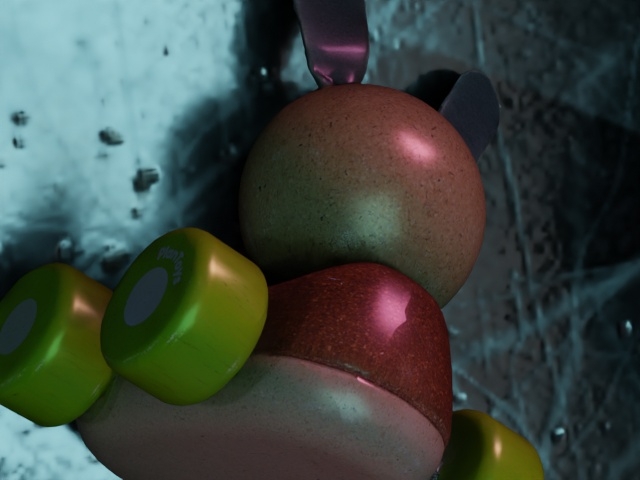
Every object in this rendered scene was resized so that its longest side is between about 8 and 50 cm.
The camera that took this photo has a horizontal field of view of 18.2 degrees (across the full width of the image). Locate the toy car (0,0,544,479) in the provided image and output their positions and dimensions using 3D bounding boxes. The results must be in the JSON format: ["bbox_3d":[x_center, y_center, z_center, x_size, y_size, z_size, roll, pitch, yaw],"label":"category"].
[{"bbox_3d":[0.000,0.000,0.692,0.155,0.149,0.188,34,61,-30],"label":"toy car"}]
